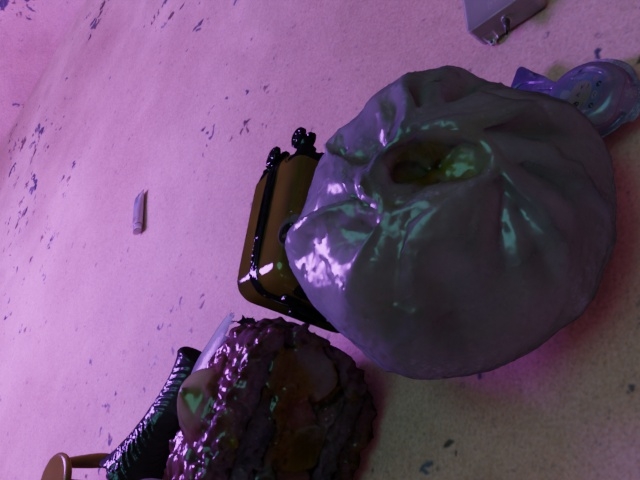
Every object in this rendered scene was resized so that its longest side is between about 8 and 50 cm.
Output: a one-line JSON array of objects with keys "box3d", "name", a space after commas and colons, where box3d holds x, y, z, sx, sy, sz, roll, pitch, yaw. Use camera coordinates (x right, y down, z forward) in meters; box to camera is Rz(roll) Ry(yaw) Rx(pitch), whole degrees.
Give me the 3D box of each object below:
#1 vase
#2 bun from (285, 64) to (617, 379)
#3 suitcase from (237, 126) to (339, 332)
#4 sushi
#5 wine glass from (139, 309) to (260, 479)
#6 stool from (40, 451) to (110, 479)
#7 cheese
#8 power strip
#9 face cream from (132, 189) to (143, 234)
[{"box3d": [-0.255, 0.292, 1.251, 0.237, 0.115, 0.115, -60, 36, 3], "name": "vase"}, {"box3d": [0.124, -0.023, 0.795, 0.354, 0.194, 0.354, -8, 68, 19], "name": "bun"}, {"box3d": [0.000, 0.000, 1.005, 0.143, 0.194, 0.235, -27, 46, 51], "name": "suitcase"}, {"box3d": [-0.072, 0.223, 0.952, 0.171, 0.236, 0.270, 14, 86, 62], "name": "sushi"}, {"box3d": [-0.147, 0.262, 1.101, 0.143, 0.143, 0.321, 30, 93, 54], "name": "wine glass"}, {"box3d": [-0.436, 0.447, 1.378, 0.135, 0.110, 0.134, -13, 62, 47], "name": "stool"}, {"box3d": [0.283, -0.158, 0.870, 0.191, 0.042, 0.105, 11, 78, 55], "name": "cheese"}, {"box3d": [0.240, -0.425, 1.071, 0.106, 0.043, 0.367, -30, 49, 40], "name": "power strip"}, {"box3d": [-0.406, -0.063, 1.700, 0.038, 0.020, 0.115, -39, 43, 33], "name": "face cream"}]
